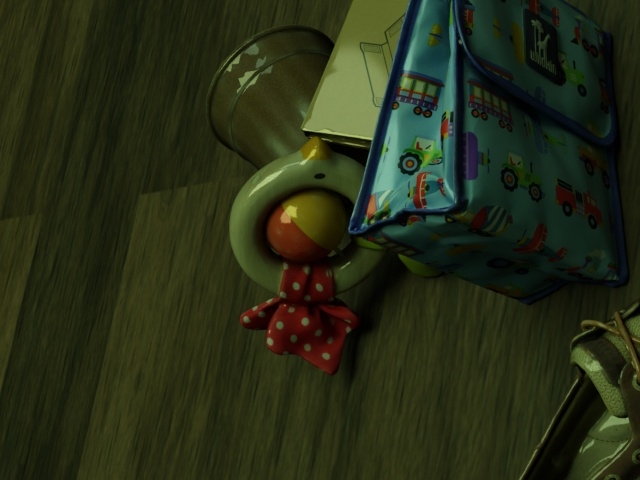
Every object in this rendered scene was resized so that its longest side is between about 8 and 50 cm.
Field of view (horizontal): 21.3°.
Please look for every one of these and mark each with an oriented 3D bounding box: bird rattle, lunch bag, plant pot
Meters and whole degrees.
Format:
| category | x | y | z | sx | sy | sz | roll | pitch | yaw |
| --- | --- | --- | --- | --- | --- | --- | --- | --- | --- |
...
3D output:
| category | x | y | z | sx | sy | sz | roll | pitch | yaw |
| --- | --- | --- | --- | --- | --- | --- | --- | --- | --- |
| bird rattle | 0.000 | 0.000 | 1.709 | 0.253 | 0.207 | 0.143 | -35 | 28 | 25 |
| lunch bag | 0.164 | -0.118 | 1.523 | 0.138 | 0.221 | 0.293 | -15 | 62 | 48 |
| plant pot | -0.014 | -0.118 | 1.817 | 0.167 | 0.167 | 0.165 | -55 | 45 | 18 |

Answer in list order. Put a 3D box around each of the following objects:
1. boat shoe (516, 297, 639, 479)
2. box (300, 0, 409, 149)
| category | x | y | z | sx | sy | sz | roll | pitch | yaw |
| --- | --- | --- | --- | --- | --- | --- | --- | --- | --- |
| boat shoe | 0.258 | 0.115 | 1.365 | 0.342 | 0.123 | 0.123 | -57 | 37 | 15 |
| box | 0.089 | -0.178 | 1.720 | 0.164 | 0.021 | 0.201 | 10 | 64 | 23 |
